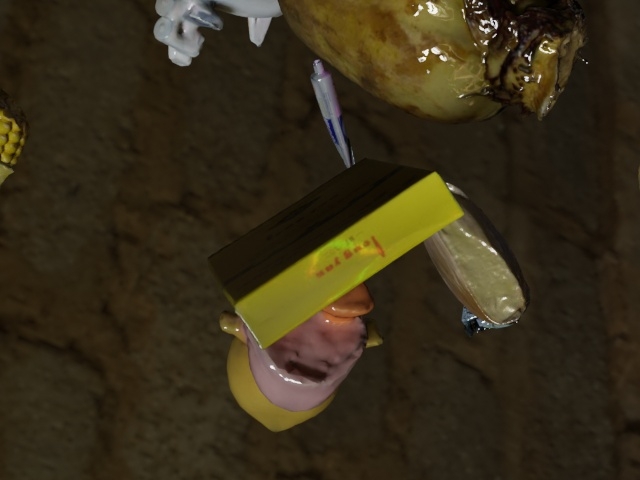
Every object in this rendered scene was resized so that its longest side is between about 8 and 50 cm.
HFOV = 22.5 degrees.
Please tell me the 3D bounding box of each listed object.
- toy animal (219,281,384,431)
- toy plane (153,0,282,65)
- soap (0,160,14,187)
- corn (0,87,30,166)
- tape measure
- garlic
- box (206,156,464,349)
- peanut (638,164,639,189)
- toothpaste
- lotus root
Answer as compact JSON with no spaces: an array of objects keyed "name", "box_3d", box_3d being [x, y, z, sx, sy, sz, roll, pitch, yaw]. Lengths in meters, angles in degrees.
[{"name":"toy animal","box_3d":[-0.031,0.131,1.913,0.281,0.195,0.169,124,151,-69]},{"name":"toy plane","box_3d":[-0.112,-0.310,1.805,0.117,0.244,0.245,25,88,37]},{"name":"soap","box_3d":[-0.329,-0.073,1.056,0.076,0.233,0.135,-63,30,0]},{"name":"corn","box_3d":[-0.382,-0.009,1.476,0.310,0.101,0.101,-44,31,11]},{"name":"tape measure","box_3d":[0.235,0.077,2.176,0.094,0.054,0.091,-22,51,22]},{"name":"garlic","box_3d":[0.173,0.012,1.867,0.087,0.196,0.101,-31,-7,2]},{"name":"box","box_3d":[0.000,0.000,1.114,0.153,0.041,0.279,-34,8,-4]},{"name":"peanut","box_3d":[0.379,-0.036,1.514,0.140,0.109,0.159,-29,73,0]},{"name":"toothpaste","box_3d":[0.017,-0.162,2.118,0.028,0.170,0.045,-22,33,-7]},{"name":"lotus root","box_3d":[0.067,-0.187,1.157,0.314,0.141,0.169,35,101,24]}]
